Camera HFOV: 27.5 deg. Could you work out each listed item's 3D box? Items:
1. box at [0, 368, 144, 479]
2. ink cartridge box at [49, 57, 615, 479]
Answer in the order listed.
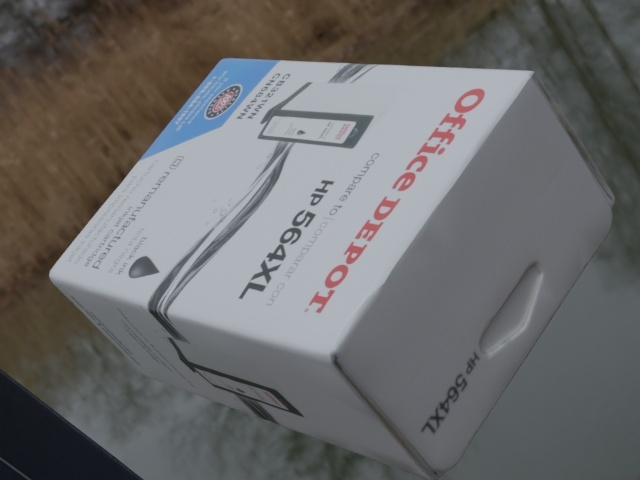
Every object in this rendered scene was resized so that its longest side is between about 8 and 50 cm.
[{"bbox_3d":[-0.097,0.147,0.324,0.103,0.261,0.184,-13,44,40],"label":"box"},{"bbox_3d":[0.000,0.000,0.569,0.203,0.086,0.148,9,56,49],"label":"ink cartridge box"}]
